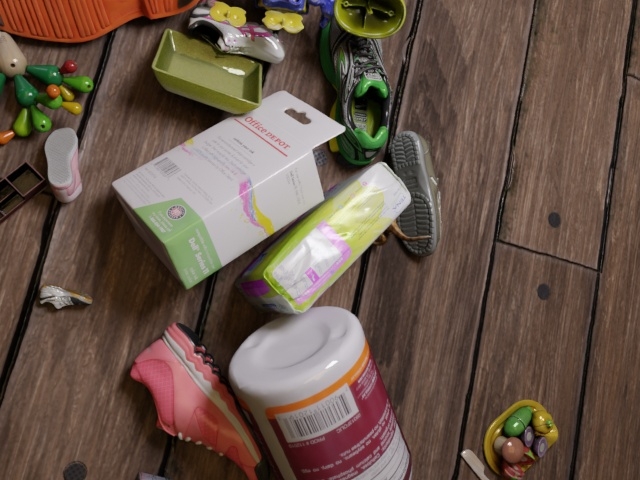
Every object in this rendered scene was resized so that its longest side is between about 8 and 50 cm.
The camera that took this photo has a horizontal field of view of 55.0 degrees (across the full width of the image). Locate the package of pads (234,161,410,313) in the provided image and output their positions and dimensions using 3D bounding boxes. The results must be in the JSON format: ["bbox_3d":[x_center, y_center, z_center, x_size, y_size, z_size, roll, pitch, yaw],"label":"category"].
[{"bbox_3d":[0.000,0.000,1.074,0.296,0.229,0.101,-45,99,-19],"label":"package of pads"}]

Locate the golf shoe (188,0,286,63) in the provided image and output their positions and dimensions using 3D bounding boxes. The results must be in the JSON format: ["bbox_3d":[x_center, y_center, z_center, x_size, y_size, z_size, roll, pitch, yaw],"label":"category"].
[{"bbox_3d":[-0.156,-0.370,1.141,0.186,0.067,0.086,24,61,-9],"label":"golf shoe"}]

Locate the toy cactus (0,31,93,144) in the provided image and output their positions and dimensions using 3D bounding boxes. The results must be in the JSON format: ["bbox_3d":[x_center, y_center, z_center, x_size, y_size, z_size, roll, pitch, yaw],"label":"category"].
[{"bbox_3d":[-0.497,-0.259,1.005,0.218,0.112,0.181,-26,83,-11],"label":"toy cactus"}]

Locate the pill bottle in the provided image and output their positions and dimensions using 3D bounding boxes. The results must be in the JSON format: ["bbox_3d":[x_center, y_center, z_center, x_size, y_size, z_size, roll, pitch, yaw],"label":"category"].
[{"bbox_3d":[0.022,0.326,1.009,0.224,0.224,0.392,-29,112,-20],"label":"pill bottle"}]

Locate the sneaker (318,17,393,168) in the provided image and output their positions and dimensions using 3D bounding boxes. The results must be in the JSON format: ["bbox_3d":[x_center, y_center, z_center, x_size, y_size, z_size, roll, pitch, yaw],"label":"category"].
[{"bbox_3d":[0.086,-0.320,1.185,0.134,0.146,0.344,-4,85,-20],"label":"sneaker"}]

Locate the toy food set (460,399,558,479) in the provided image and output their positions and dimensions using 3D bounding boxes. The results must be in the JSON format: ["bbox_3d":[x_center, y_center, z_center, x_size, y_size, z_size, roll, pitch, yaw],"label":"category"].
[{"bbox_3d":[0.409,0.421,1.255,0.217,0.071,0.128,-34,95,-19],"label":"toy food set"}]

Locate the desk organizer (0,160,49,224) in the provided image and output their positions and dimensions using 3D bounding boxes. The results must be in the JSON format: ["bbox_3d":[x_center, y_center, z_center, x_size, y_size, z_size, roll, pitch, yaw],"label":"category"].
[{"bbox_3d":[-0.510,-0.069,0.996,0.047,0.050,0.130,47,72,-9],"label":"desk organizer"}]

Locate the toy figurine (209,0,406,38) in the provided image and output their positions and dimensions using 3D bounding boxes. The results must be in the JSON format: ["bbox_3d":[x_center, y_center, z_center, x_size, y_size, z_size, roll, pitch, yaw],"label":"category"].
[{"bbox_3d":[-0.035,-0.477,1.119,0.362,0.217,0.191,4,108,-7],"label":"toy figurine"}]

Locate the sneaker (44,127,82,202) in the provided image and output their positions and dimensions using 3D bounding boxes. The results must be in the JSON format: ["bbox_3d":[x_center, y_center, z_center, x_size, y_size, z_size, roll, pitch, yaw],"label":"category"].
[{"bbox_3d":[-0.432,-0.123,1.036,0.050,0.070,0.134,-5,56,-11],"label":"sneaker"}]

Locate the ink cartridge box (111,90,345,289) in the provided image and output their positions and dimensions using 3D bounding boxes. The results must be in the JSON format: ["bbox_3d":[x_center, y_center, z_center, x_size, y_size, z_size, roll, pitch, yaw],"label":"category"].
[{"bbox_3d":[-0.140,-0.100,1.040,0.353,0.207,0.119,-34,138,-19],"label":"ink cartridge box"}]

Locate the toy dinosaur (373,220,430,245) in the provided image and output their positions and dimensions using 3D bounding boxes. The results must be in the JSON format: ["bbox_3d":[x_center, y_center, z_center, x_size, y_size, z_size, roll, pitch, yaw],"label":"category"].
[{"bbox_3d":[0.128,-0.036,1.177,0.064,0.112,0.212,-19,52,-13],"label":"toy dinosaur"}]

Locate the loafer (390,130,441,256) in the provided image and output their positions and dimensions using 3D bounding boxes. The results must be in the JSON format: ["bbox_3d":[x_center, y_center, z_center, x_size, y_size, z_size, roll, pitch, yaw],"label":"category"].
[{"bbox_3d":[0.205,-0.094,1.226,0.087,0.094,0.251,-14,101,-46],"label":"loafer"}]

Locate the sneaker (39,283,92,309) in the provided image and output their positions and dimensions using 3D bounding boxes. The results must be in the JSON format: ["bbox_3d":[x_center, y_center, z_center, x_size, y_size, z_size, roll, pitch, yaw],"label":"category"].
[{"bbox_3d":[-0.424,0.099,1.022,0.083,0.032,0.037,17,92,-12],"label":"sneaker"}]

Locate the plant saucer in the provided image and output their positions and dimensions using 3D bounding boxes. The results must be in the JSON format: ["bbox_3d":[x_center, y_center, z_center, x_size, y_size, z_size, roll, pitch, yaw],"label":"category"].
[{"bbox_3d":[-0.199,-0.292,1.092,0.188,0.045,0.188,16,35,-17],"label":"plant saucer"}]

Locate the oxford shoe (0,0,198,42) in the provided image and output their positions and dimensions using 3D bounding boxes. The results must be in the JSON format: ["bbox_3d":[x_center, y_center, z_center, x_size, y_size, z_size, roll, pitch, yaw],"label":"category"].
[{"bbox_3d":[-0.391,-0.438,1.058,0.363,0.130,0.133,-15,53,-18],"label":"oxford shoe"}]

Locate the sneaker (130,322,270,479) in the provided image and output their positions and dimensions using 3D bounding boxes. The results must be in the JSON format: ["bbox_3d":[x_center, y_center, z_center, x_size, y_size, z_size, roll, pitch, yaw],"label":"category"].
[{"bbox_3d":[-0.203,0.298,1.049,0.136,0.116,0.314,-34,92,-6],"label":"sneaker"}]

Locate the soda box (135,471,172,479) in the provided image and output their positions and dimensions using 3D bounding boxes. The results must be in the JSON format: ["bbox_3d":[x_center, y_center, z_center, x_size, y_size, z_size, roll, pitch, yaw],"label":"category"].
[{"bbox_3d":[-0.298,0.483,1.005,0.062,0.058,0.183,20,78,-16],"label":"soda box"}]
